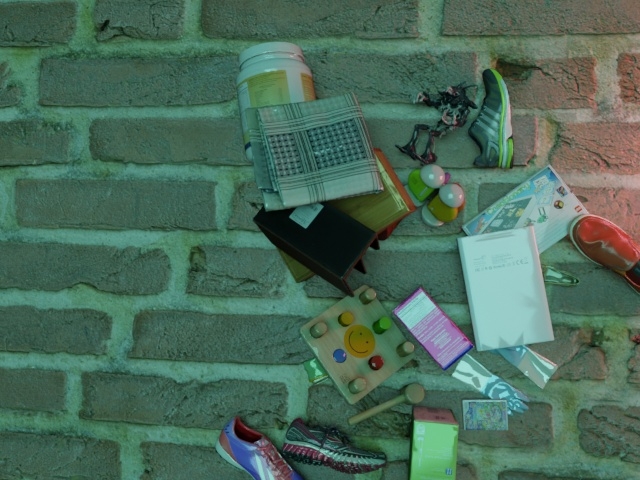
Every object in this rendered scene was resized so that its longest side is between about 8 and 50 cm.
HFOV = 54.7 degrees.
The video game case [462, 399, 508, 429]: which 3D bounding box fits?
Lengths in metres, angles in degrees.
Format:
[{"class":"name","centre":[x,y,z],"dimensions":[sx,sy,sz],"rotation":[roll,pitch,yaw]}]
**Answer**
[{"class":"video game case","centre":[0.468,0.495,1.759],"dimensions":[0.122,0.011,0.087],"rotation":[-3,93,12]}]

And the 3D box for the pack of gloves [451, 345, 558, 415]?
[{"class":"pack of gloves","centre":[0.522,0.372,1.754],"dimensions":[0.232,0.046,0.195],"rotation":[33,90,9]}]

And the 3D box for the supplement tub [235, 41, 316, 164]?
[{"class":"supplement tub","centre":[-0.124,-0.391,1.809],"dimensions":[0.229,0.228,0.316],"rotation":[-9,84,7]}]

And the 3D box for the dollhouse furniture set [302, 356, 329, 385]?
[{"class":"dollhouse furniture set","centre":[0.022,0.367,1.815],"dimensions":[0.152,0.058,0.076],"rotation":[-26,82,5]}]

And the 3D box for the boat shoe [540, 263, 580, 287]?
[{"class":"boat shoe","centre":[0.653,0.100,1.754],"dimensions":[0.153,0.048,0.056],"rotation":[16,88,9]}]

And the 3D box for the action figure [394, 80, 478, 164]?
[{"class":"action figure","centre":[0.340,-0.358,1.782],"dimensions":[0.164,0.141,0.275],"rotation":[36,96,39]}]

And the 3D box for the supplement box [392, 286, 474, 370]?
[{"class":"supplement box","centre":[0.316,0.246,1.758],"dimensions":[0.114,0.111,0.220],"rotation":[-41,81,4]}]

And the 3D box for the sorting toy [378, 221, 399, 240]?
[{"class":"sorting toy","centre":[0.154,-0.185,1.832],"dimensions":[0.126,0.127,0.365],"rotation":[-24,83,-20]}]

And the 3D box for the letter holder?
[{"class":"letter holder","centre":[0.000,0.000,1.689],"dimensions":[0.302,0.214,0.152],"rotation":[33,78,21]}]

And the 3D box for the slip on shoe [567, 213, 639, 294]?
[{"class":"slip on shoe","centre":[0.827,0.043,1.692],"dimensions":[0.331,0.101,0.123],"rotation":[40,93,2]}]

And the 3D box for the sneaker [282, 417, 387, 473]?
[{"class":"sneaker","centre":[0.045,0.590,1.772],"dimensions":[0.299,0.120,0.112],"rotation":[14,57,1]}]

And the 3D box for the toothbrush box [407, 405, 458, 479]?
[{"class":"toothbrush box","centre":[0.300,0.614,1.685],"dimensions":[0.122,0.206,0.283],"rotation":[5,86,8]}]

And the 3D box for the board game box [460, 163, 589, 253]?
[{"class":"board game box","centre":[0.584,-0.051,1.773],"dimensions":[0.305,0.053,0.193],"rotation":[-36,83,4]}]

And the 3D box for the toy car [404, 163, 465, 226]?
[{"class":"toy car","centre":[0.338,-0.142,1.781],"dimensions":[0.182,0.159,0.136],"rotation":[47,53,7]}]

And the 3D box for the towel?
[{"class":"towel","centre":[-0.024,-0.241,1.629],"dimensions":[0.325,0.056,0.312],"rotation":[-11,73,-7]}]

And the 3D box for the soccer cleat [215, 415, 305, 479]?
[{"class":"soccer cleat","centre":[-0.155,0.636,1.787],"dimensions":[0.318,0.109,0.116],"rotation":[31,109,12]}]

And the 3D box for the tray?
[{"class":"tray","centre":[0.046,-0.065,1.765],"dimensions":[0.411,0.076,0.202],"rotation":[-34,81,27]}]

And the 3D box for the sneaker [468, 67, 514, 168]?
[{"class":"sneaker","centre":[0.485,-0.349,1.786],"dimensions":[0.121,0.111,0.299],"rotation":[-5,83,11]}]

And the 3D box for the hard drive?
[{"class":"hard drive","centre":[0.512,0.133,1.724],"dimensions":[0.210,0.040,0.318],"rotation":[-10,86,6]}]

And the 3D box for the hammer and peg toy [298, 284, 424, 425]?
[{"class":"hammer and peg toy","centre":[0.132,0.332,1.720],"dimensions":[0.266,0.127,0.361],"rotation":[-30,80,-26]}]
